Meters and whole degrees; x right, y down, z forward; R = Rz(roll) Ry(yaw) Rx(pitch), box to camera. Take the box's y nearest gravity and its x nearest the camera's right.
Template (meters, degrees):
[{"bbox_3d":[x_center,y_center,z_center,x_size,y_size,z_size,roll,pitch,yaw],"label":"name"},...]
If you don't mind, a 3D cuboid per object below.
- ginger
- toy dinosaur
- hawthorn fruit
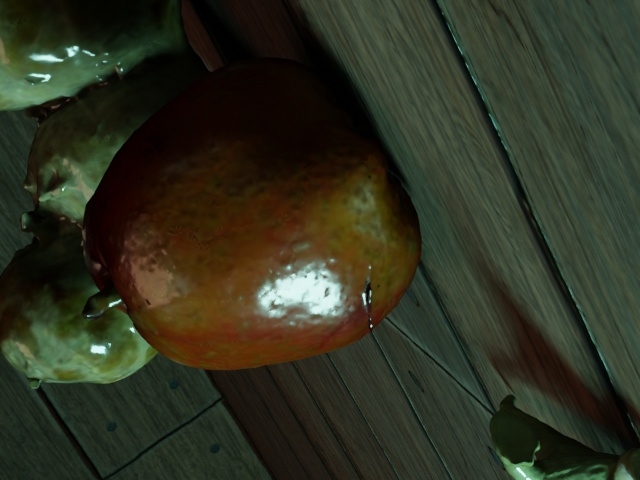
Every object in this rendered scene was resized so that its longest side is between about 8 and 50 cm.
[{"bbox_3d":[-0.155,-0.099,1.332,0.176,0.256,0.375,0,111,68],"label":"ginger"},{"bbox_3d":[0.139,0.146,1.064,0.251,0.072,0.199,53,169,33],"label":"toy dinosaur"},{"bbox_3d":[-0.051,-0.006,1.130,0.185,0.202,0.185,62,172,16],"label":"hawthorn fruit"}]
